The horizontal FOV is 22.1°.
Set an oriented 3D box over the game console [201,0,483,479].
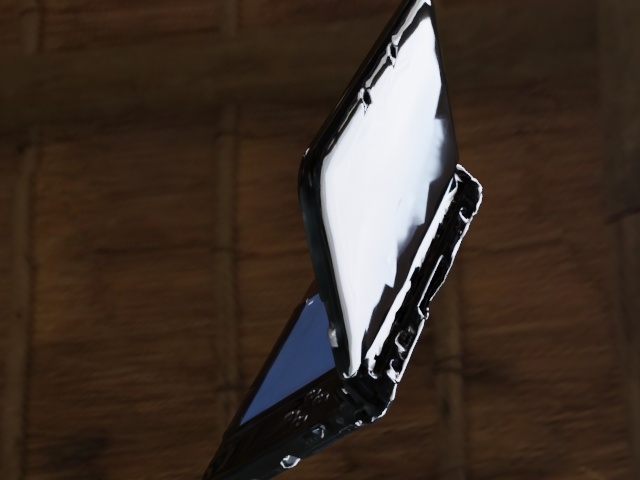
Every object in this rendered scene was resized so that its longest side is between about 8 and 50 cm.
[{"bbox_3d":[0.000,0.000,0.483,0.071,0.107,0.122,47,-144,-12],"label":"game console"}]
